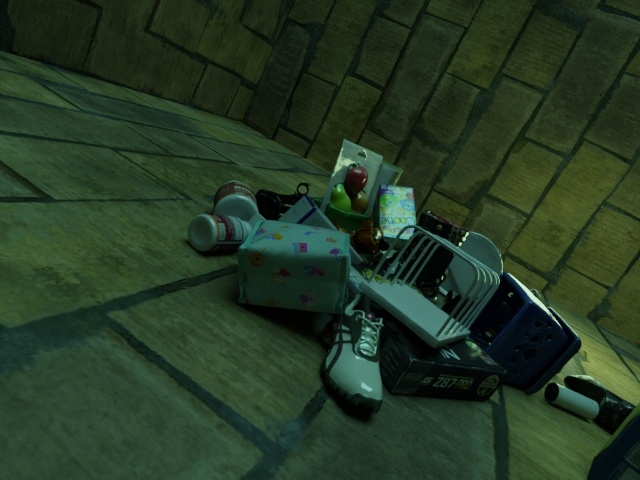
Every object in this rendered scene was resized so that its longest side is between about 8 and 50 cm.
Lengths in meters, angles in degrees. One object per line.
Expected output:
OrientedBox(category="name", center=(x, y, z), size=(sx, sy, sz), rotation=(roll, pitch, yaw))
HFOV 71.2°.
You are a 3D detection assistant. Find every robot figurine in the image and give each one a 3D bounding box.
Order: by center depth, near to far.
OrientedBox(category="robot figurine", center=(0.127, -0.004, 1.480), size=(0.210, 0.085, 0.291), rotation=(0, -7, 16))

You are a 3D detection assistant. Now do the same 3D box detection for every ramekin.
OrientedBox(category="ramekin", center=(0.556, 0.102, 1.737), size=(0.272, 0.273, 0.127), rotation=(32, 4, 18))

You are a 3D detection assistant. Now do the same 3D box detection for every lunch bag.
OrientedBox(category="lunch bag", center=(-0.045, 0.040, 0.971), size=(0.223, 0.160, 0.262), rotation=(5, 18, 3))

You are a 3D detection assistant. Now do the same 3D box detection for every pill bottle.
OrientedBox(category="pill bottle", center=(-0.235, -0.018, 1.074), size=(0.086, 0.086, 0.152), rotation=(34, 16, 25))
OrientedBox(category="pill bottle", center=(-0.241, -0.099, 1.265), size=(0.121, 0.121, 0.216), rotation=(22, 16, -20))

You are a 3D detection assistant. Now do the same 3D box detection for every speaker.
OrientedBox(category="speaker", center=(0.680, 0.434, 1.213), size=(0.136, 0.055, 0.055), rotation=(25, 15, -9))

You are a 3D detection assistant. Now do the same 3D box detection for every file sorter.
OrientedBox(category="file sorter", center=(0.254, 0.094, 0.968), size=(0.192, 0.173, 0.277), rotation=(38, 12, 29))

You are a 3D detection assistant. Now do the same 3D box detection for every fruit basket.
OrientedBox(category="fruit basket", center=(0.103, -0.191, 1.738), size=(0.165, 0.354, 0.327), rotation=(19, 9, 33))

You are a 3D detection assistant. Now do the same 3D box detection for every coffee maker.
OrientedBox(category="coffee maker", center=(-0.125, -0.110, 1.411), size=(0.120, 0.172, 0.178), rotation=(4, 0, 29))

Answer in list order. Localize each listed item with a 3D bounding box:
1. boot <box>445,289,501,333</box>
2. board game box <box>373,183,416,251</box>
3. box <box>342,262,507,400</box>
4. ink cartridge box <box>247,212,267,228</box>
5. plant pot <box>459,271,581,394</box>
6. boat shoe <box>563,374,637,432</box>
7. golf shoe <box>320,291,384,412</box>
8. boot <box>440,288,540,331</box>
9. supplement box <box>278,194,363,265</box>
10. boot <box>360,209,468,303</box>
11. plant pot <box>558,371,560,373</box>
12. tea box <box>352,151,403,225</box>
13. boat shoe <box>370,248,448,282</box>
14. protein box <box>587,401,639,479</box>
OrientedBox(category="boot", center=(0.549, 0.251, 1.563), size=(0.208, 0.076, 0.189), rotation=(34, 0, -2))
OrientedBox(category="board game box", center=(0.283, -0.069, 1.738), size=(0.141, 0.144, 0.276), rotation=(7, 49, -2))
OrientedBox(category="box", center=(0.198, 0.202, 1.071), size=(0.318, 0.097, 0.395), rotation=(16, 20, -32))
OrientedBox(category="ink cartridge box", center=(-0.125, 0.000, 1.181), size=(0.099, 0.056, 0.135), rotation=(40, -3, 41))
OrientedBox(category="plant pot", center=(0.547, 0.263, 1.236), size=(0.212, 0.236, 0.236), rotation=(33, 16, -5))
OrientedBox(category="boat shoe", center=(0.797, 0.468, 1.233), size=(0.092, 0.103, 0.285), rotation=(16, 14, -22))
OrientedBox(category="golf shoe", center=(0.065, 0.194, 0.828), size=(0.105, 0.120, 0.273), rotation=(25, 16, -16))
OrientedBox(category="boot", center=(0.520, 0.207, 1.383), size=(0.206, 0.248, 0.090), rotation=(19, 46, -18))
OrientedBox(category="supplement box", center=(0.000, 0.000, 1.228), size=(0.220, 0.114, 0.111), rotation=(46, 5, -25))
OrientedBox(category="boot", center=(0.261, 0.041, 1.353), size=(0.377, 0.284, 0.138), rotation=(19, 17, -26))
OrientedBox(category="plant pot", center=(0.739, 0.383, 1.451), size=(0.083, 0.081, 0.081), rotation=(1, 29, -39))
OrientedBox(category="tea box", center=(0.200, -0.220, 2.037), size=(0.219, 0.329, 0.323), rotation=(30, 16, 6))
OrientedBox(category="boat shoe", center=(0.329, 0.104, 1.622), size=(0.302, 0.109, 0.098), rotation=(19, 22, -11))
OrientedBox(category="protein box", center=(0.686, 0.454, 0.877), size=(0.201, 0.200, 0.135), rotation=(38, 18, 32))
